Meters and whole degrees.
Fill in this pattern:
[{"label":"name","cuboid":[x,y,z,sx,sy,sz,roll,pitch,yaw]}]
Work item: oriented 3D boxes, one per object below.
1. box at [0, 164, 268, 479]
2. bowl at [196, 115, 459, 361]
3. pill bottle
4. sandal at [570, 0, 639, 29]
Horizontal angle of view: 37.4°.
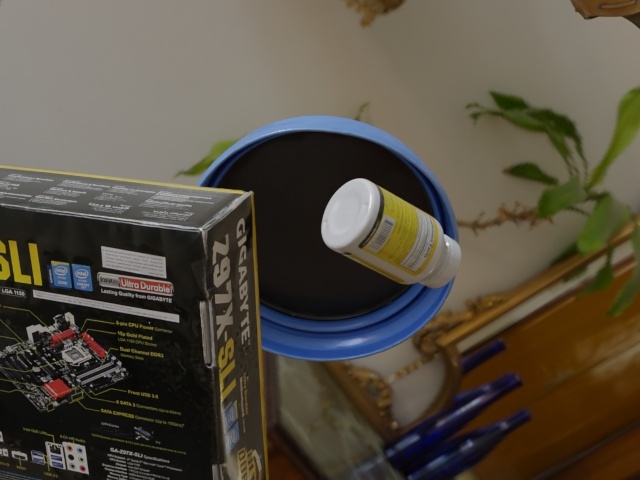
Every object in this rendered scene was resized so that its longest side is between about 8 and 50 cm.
[{"label":"box","cuboid":[-0.199,0.078,0.658,0.079,0.322,0.257,-47,140,-61]},{"label":"bowl","cuboid":[0.000,0.000,1.352,0.391,0.391,0.077,52,22,-25]},{"label":"pill bottle","cuboid":[0.063,-0.001,0.798,0.116,0.065,0.065,28,24,-33]},{"label":"sandal","cuboid":[0.233,-0.193,0.755,0.180,0.049,0.072,22,-3,-32]}]
